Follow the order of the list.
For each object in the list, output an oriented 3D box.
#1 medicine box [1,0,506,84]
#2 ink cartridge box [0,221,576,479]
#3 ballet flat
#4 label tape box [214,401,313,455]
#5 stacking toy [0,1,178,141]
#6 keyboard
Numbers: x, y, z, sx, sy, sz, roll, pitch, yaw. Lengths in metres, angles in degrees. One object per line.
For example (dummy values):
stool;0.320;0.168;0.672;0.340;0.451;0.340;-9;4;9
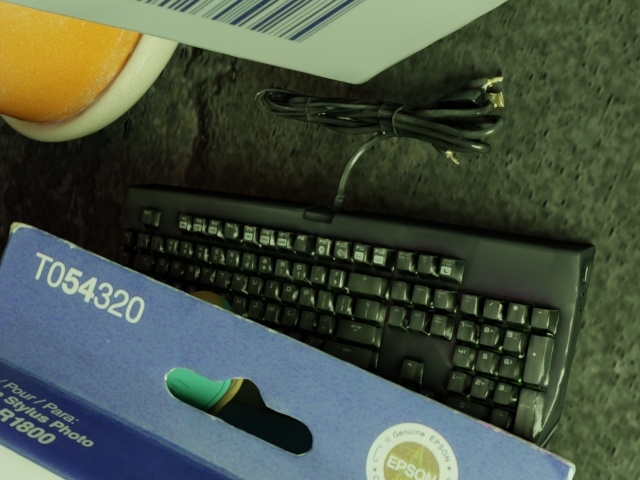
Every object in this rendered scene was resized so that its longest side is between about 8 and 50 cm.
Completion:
medicine box;-0.044;-0.255;0.519;0.149;0.263;0.289;-24;69;44
ink cartridge box;-0.093;0.194;0.491;0.324;0.071;0.330;21;94;20
ballet flat;-0.129;0.113;0.594;0.232;0.080;0.073;-37;21;14
label tape box;-0.086;0.192;0.645;0.240;0.105;0.334;27;107;44
stacking toy;-0.334;-0.260;0.674;0.350;0.479;0.351;-4;84;46
keyboard;0.000;0.000;0.583;0.317;0.033;0.202;9;83;37
